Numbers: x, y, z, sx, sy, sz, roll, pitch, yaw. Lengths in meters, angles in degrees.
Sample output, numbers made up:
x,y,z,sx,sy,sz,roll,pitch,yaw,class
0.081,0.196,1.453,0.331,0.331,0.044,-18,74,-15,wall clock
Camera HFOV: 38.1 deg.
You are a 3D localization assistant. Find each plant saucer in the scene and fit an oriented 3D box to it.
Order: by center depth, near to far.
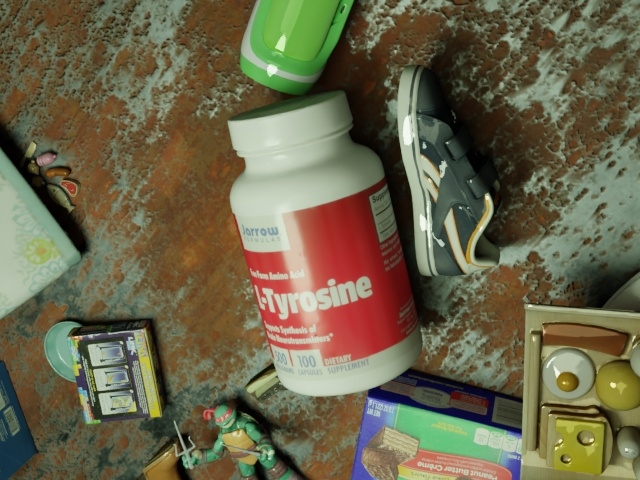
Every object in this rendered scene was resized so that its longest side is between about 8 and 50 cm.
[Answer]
x,y,z,sx,sy,sz,roll,pitch,yaw,class
-0.438,0.197,1.668,0.119,0.021,0.119,5,110,15,plant saucer

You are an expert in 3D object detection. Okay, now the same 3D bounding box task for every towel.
x,y,z,sx,sy,sz,roll,pitch,yaw,class
-0.628,-0.027,1.520,0.320,0.090,0.374,-38,93,-17,towel

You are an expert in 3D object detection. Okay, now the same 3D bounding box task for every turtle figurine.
x,y,z,sx,sy,sz,roll,pitch,yaw,class
-0.132,0.358,1.579,0.175,0.118,0.234,-17,118,36,turtle figurine

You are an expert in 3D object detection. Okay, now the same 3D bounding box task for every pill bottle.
x,y,z,sx,sy,sz,roll,pitch,yaw,class
0.000,0.000,1.357,0.228,0.229,0.408,-10,105,19,pill bottle

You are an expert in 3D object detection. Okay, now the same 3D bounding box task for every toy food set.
x,y,z,sx,sy,sz,roll,pitch,yaw,class
0.386,0.233,1.272,0.219,0.092,0.306,3,107,15,toy food set
-0.456,-0.108,1.572,0.122,0.019,0.078,38,114,2,toy food set

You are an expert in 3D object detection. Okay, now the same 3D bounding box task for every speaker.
x,y,z,sx,sy,sz,roll,pitch,yaw,class
-0.014,-0.361,1.297,0.131,0.131,0.297,26,113,7,speaker

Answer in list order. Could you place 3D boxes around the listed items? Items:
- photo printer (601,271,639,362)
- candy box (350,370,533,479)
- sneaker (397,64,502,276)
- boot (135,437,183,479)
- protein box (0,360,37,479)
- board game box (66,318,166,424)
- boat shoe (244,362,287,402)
x,y,z,sx,sy,sz,roll,pitch,yaw,class
0.531,0.187,1.325,0.307,0.107,0.256,33,114,4,photo printer
0.183,0.391,1.490,0.268,0.122,0.317,12,112,10,candy box
0.191,-0.099,1.325,0.127,0.126,0.321,-1,118,21,sneaker
-0.254,0.452,1.673,0.152,0.073,0.197,39,126,3,boot
-0.655,0.357,1.688,0.135,0.201,0.200,-11,104,20,protein box
-0.355,0.229,1.623,0.141,0.048,0.170,-6,106,2,board game box
-0.059,0.225,1.549,0.152,0.056,0.049,-32,102,33,boat shoe
